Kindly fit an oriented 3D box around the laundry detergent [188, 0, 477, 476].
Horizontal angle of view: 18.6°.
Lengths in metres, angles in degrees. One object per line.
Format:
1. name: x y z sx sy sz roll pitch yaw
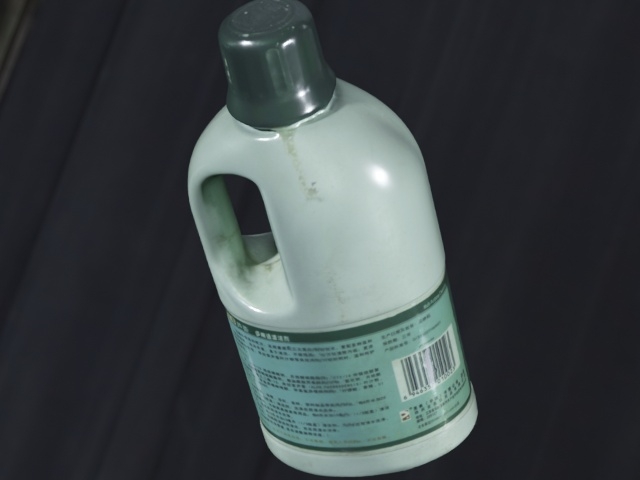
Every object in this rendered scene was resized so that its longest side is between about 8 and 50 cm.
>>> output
1. laundry detergent: 0.000 0.000 0.817 0.099 0.070 0.226 -2 130 17
